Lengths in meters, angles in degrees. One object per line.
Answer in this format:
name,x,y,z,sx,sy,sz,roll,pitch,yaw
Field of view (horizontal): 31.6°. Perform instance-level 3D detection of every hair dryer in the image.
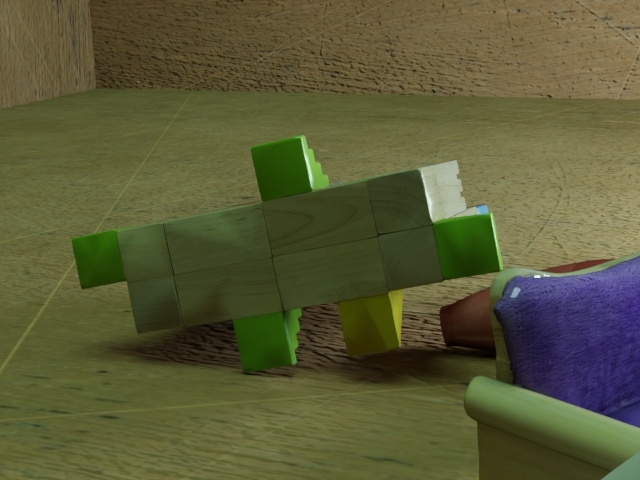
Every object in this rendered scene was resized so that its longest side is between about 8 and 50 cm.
hair dryer,0.206,0.053,0.924,0.224,0.080,0.293,-2,-8,-34

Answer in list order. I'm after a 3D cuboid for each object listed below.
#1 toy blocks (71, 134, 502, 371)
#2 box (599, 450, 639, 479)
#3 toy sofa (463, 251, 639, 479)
toy blocks,0.000,0.000,1.084,0.381,0.190,0.261,-11,3,19
box,0.191,0.126,0.484,0.186,0.145,0.038,17,40,-35
toy sofa,0.270,0.088,0.701,0.363,0.177,0.150,-12,17,-35
